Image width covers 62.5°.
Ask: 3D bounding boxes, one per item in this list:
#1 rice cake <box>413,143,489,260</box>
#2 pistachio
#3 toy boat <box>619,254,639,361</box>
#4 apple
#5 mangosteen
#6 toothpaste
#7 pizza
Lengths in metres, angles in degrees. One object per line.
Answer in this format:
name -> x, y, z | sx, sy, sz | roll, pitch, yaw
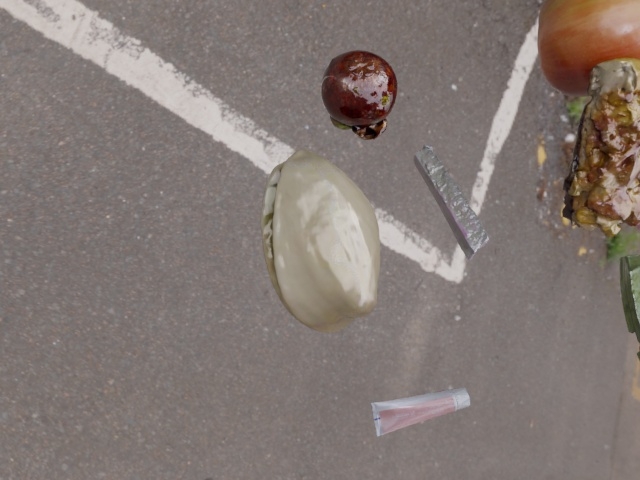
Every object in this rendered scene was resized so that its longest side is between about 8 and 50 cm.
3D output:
rice cake -> 0.236, -0.077, 0.972 | 0.055, 0.049, 0.270 | 61, 7, -53
pistachio -> 0.000, 0.000, 0.952 | 0.226, 0.208, 0.332 | -9, 89, -30
toy boat -> 0.677, 0.147, 1.084 | 0.055, 0.093, 0.293 | 60, 28, -53
apple -> 0.543, -0.390, 0.995 | 0.242, 0.241, 0.242 | 18, 69, -59
mangosteen -> 0.063, -0.275, 1.024 | 0.145, 0.181, 0.156 | 5, 66, -22
toothpaste -> 0.200, 0.335, 1.051 | 0.194, 0.043, 0.067 | -11, 91, -8
pizza -> 0.539, -0.141, 0.929 | 0.278, 0.114, 0.409 | -48, 127, -14
